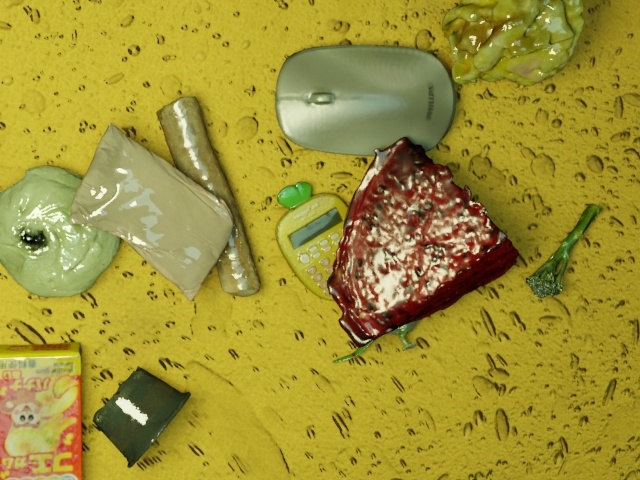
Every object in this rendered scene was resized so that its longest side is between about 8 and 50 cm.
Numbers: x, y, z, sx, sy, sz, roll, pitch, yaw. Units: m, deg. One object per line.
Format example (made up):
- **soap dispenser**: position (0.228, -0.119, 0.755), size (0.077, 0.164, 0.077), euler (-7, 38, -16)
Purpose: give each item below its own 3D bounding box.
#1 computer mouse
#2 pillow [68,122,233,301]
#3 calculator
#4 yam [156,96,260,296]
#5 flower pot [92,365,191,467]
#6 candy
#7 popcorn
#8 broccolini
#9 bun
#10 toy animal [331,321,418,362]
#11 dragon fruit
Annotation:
- **computer mouse**: position (0.084, -0.246, 1.583), size (0.331, 0.095, 0.197), euler (-2, 92, -14)
- **pillow**: position (-0.270, -0.042, 1.443), size (0.270, 0.067, 0.173), euler (34, 83, -21)
- **calculator**: position (0.000, 0.000, 1.614), size (0.146, 0.032, 0.235), euler (-31, 103, -10)
- **yam**: position (-0.188, -0.070, 1.537), size (0.081, 0.081, 0.357), euler (-20, 100, -12)
- **flower pot**: position (-0.307, 0.287, 1.509), size (0.107, 0.157, 0.157), euler (39, 85, -1)
- **candy**: position (-0.468, 0.312, 1.495), size (0.146, 0.088, 0.276), euler (1, 96, -16)
- **popcorn**: position (0.342, -0.383, 1.580), size (0.259, 0.212, 0.259), euler (0, 89, -19)
- **broccolini**: position (0.478, 0.019, 1.725), size (0.067, 0.058, 0.216), euler (41, 84, -12)
- **bun**: position (-0.431, -0.010, 1.461), size (0.221, 0.108, 0.221), euler (-1, 95, -16)
- **toy animal**: position (0.127, 0.183, 1.654), size (0.217, 0.041, 0.075), euler (-38, 72, -8)
- **dragon fruit**: position (0.147, 0.024, 1.615), size (0.329, 0.228, 0.286), euler (-45, 73, 7)
